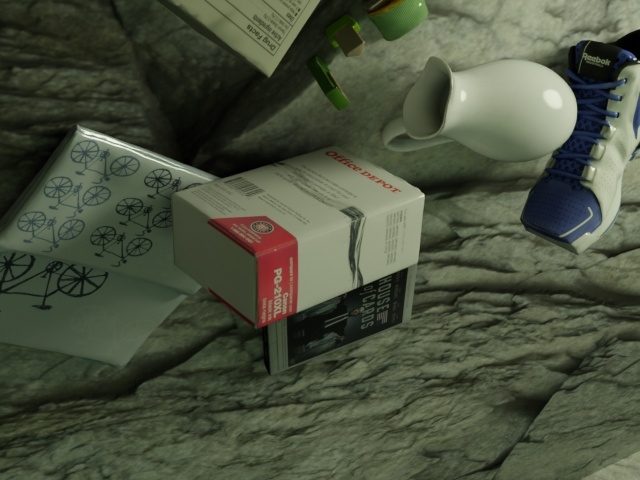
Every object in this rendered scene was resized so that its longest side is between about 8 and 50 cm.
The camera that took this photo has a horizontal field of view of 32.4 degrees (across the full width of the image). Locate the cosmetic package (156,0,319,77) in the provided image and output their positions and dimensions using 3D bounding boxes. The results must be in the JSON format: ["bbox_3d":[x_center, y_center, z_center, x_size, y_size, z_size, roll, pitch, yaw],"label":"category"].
[{"bbox_3d":[-0.028,-0.308,0.886,0.309,0.113,0.160,-55,150,2],"label":"cosmetic package"}]

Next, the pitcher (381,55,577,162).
[{"bbox_3d":[0.193,-0.151,1.355,0.207,0.125,0.178,1,161,-29],"label":"pitcher"}]

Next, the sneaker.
[{"bbox_3d":[0.350,-0.156,1.422,0.315,0.127,0.182,-53,136,-13],"label":"sneaker"}]

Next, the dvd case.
[{"bbox_3d":[0.028,0.103,1.617,0.239,0.029,0.179,-19,145,-15],"label":"dvd case"}]

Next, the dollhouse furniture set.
[{"bbox_3d":[0.060,-0.216,1.210,0.152,0.058,0.076,-36,146,8],"label":"dollhouse furniture set"}]

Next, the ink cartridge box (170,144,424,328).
[{"bbox_3d":[-0.025,-0.013,1.257,0.237,0.172,0.100,-20,126,-33],"label":"ink cartridge box"}]

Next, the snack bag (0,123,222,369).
[{"bbox_3d":[-0.261,0.029,1.304,0.342,0.037,0.323,-45,144,21],"label":"snack bag"}]
